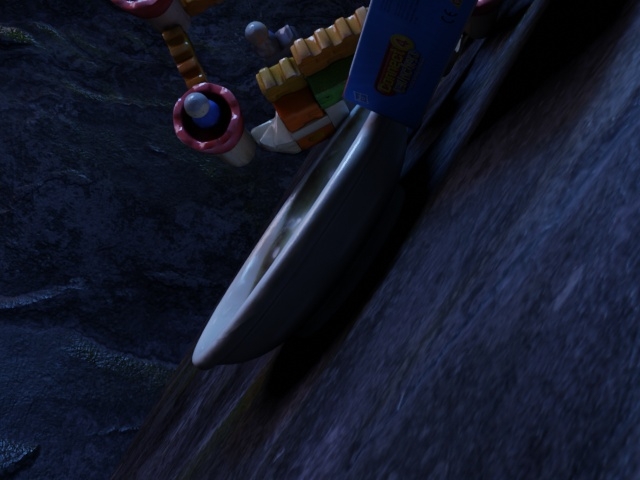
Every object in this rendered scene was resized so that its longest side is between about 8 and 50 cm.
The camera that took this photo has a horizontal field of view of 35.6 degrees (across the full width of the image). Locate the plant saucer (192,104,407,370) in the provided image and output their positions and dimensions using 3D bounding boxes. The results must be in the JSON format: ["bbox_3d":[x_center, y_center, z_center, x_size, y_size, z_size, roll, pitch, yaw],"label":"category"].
[{"bbox_3d":[0.000,0.000,1.164,0.400,0.100,0.400,-55,7,10],"label":"plant saucer"}]

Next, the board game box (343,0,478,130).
[{"bbox_3d":[0.135,-0.307,0.931,0.308,0.086,0.302,109,-176,-67],"label":"board game box"}]

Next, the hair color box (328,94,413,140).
[{"bbox_3d":[0.050,-0.216,1.546,0.105,0.174,0.347,-53,7,13],"label":"hair color box"}]

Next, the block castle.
[{"bbox_3d":[-0.014,-0.312,1.263,0.453,0.303,0.213,-27,-13,4],"label":"block castle"}]
